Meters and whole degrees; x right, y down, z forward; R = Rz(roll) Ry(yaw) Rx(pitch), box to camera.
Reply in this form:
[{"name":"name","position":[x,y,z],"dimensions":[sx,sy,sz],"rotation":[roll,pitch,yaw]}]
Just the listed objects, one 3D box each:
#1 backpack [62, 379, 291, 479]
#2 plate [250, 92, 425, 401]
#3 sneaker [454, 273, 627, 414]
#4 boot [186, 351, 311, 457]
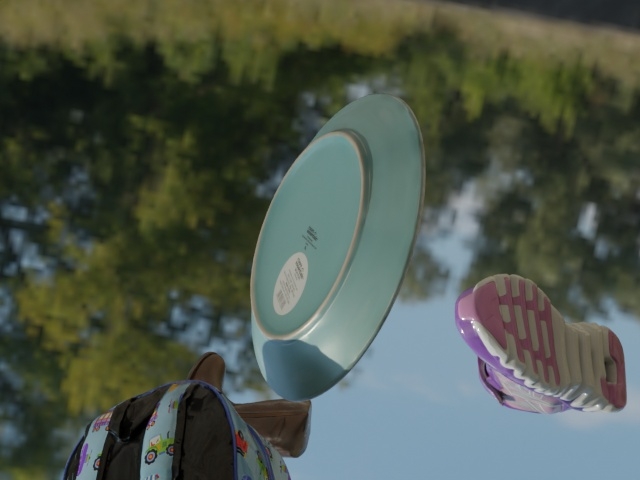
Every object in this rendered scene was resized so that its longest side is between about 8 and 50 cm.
[{"name":"backpack","position":[-0.077,0.175,1.015],"dimensions":[0.158,0.173,0.117],"rotation":[-25,144,34]},{"name":"plate","position":[0.000,0.000,1.035],"dimensions":[0.024,0.188,0.188],"rotation":[20,-174,-26]},{"name":"sneaker","position":[0.175,0.104,1.568],"dimensions":[0.104,0.095,0.236],"rotation":[-15,153,33]},{"name":"boot","position":[-0.048,0.121,1.327],"dimensions":[0.114,0.106,0.037],"rotation":[-10,135,28]}]
